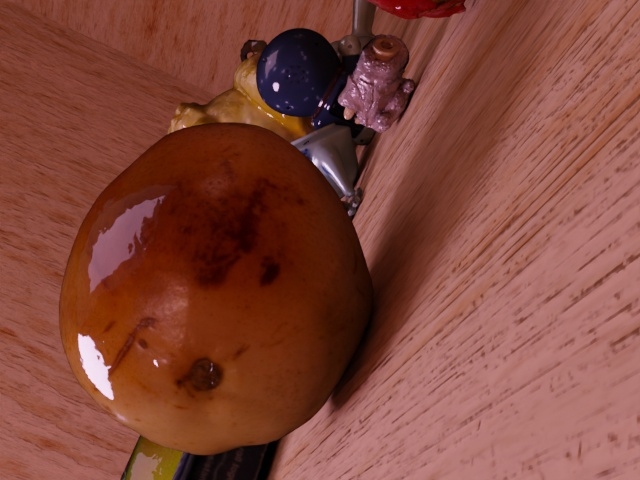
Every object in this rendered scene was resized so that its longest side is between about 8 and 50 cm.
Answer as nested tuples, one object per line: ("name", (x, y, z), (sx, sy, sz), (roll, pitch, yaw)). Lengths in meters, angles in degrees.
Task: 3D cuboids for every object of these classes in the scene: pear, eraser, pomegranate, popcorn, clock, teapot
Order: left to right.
("pear", (-0.323, 0.501, 1.600), (0.399, 0.165, 0.399), (-156, 90, -85))
("pomegranate", (-0.092, 0.041, 0.751), (0.319, 0.319, 0.319), (-156, 90, -85))
("eraser", (-0.113, 0.253, 0.998), (0.155, 0.101, 0.332), (117, 175, -47))
("popcorn", (-0.147, -0.224, 1.623), (0.349, 0.349, 0.382), (-80, -3, -69))
("teapot", (-0.001, -0.113, 1.355), (0.159, 0.159, 0.232), (-67, 15, -6))
("clock", (0.004, -0.282, 1.413), (0.200, 0.243, 0.146), (-62, 8, 18))
("teapot", (0.072, -0.388, 1.692), (0.220, 0.149, 0.318), (123, 168, -53))

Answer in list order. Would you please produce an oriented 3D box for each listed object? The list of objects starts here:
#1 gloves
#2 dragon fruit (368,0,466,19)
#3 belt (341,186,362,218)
("gloves", (0.087, -0.222, 1.131), (0.110, 0.094, 0.144), (-59, -17, -18))
("dragon fruit", (0.115, -0.362, 0.932), (0.210, 0.205, 0.268), (-25, -2, 23))
("belt", (0.000, -0.002, 1.216), (0.065, 0.100, 0.179), (-80, 0, -65))
